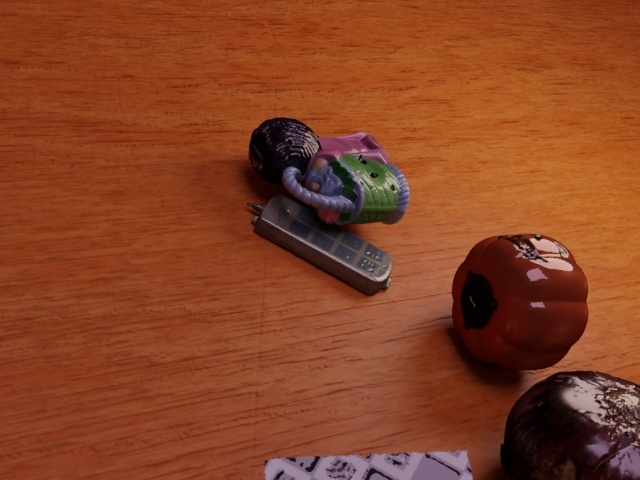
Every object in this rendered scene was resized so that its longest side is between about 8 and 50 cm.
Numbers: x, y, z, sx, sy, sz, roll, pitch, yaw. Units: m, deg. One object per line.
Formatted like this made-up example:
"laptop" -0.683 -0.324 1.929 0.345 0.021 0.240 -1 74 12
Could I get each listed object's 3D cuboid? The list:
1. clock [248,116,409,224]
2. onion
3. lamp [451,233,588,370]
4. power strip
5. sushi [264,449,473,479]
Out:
"clock" 0.007 -0.098 1.610 0.196 0.100 0.194 7 30 -30
"onion" 0.331 0.262 1.344 0.246 0.190 0.246 16 19 -6
"lamp" 0.271 0.082 1.522 0.164 0.187 0.187 3 43 -30
"power strip" 0.000 0.000 1.571 0.227 0.029 0.080 29 37 1
"sushi" 0.061 0.331 1.189 0.232 0.047 0.219 0 53 -13
